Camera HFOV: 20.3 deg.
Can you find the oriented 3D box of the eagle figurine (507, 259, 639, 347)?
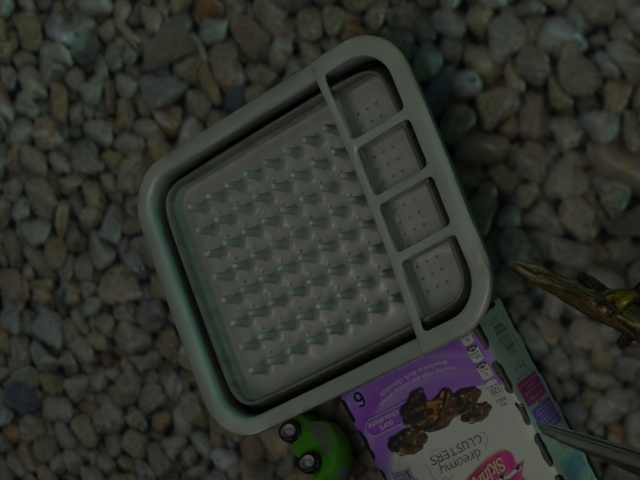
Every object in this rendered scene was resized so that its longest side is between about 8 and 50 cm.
[{"bbox_3d":[0.338,-0.036,1.435,0.226,0.225,0.298,34,86,-27],"label":"eagle figurine"}]

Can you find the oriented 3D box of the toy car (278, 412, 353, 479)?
[{"bbox_3d":[0.029,0.238,1.675,0.053,0.239,0.225,-36,56,2],"label":"toy car"}]

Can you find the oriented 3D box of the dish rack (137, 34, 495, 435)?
[{"bbox_3d":[0.000,0.000,1.636,0.333,0.072,0.285,-29,76,30],"label":"dish rack"}]

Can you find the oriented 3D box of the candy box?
[{"bbox_3d":[0.134,0.178,1.633,0.165,0.070,0.196,-30,88,30],"label":"candy box"}]

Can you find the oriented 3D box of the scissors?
[{"bbox_3d":[0.319,0.194,1.425,0.297,0.021,0.109,35,118,14],"label":"scissors"}]
